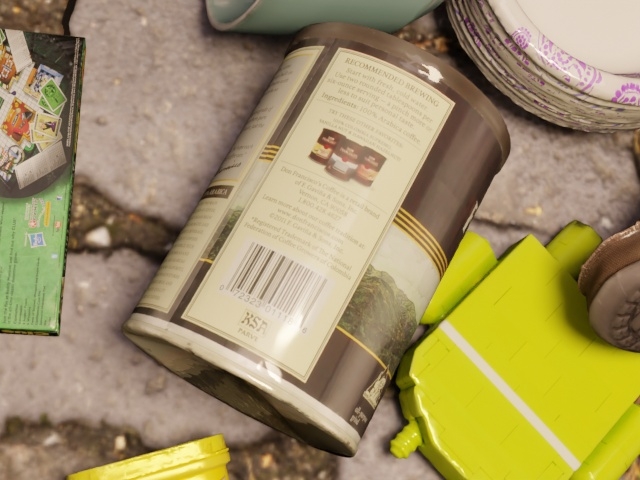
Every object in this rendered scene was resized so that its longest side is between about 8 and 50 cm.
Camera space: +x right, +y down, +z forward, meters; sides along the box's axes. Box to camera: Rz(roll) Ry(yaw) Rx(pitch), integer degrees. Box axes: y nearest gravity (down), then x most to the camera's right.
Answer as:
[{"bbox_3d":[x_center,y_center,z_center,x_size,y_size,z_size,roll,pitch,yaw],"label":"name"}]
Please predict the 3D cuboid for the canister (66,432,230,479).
[{"bbox_3d":[-0.116,0.248,0.793,0.126,0.073,0.170,-13,81,-15],"label":"canister"}]

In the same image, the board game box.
[{"bbox_3d":[-0.275,-0.053,0.859,0.136,0.030,0.259,5,76,-11],"label":"board game box"}]

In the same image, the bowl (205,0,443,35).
[{"bbox_3d":[0.037,-0.295,0.855,0.163,0.311,0.311,18,74,-24],"label":"bowl"}]

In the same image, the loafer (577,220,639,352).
[{"bbox_3d":[0.344,-0.010,0.901,0.366,0.134,0.130,-16,54,-34],"label":"loafer"}]

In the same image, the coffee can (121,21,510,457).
[{"bbox_3d":[0.000,0.000,0.806,0.201,0.201,0.275,30,74,-2],"label":"coffee can"}]

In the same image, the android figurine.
[{"bbox_3d":[0.176,0.113,0.886,0.248,0.056,0.273,45,70,1],"label":"android figurine"}]

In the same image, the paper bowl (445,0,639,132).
[{"bbox_3d":[0.252,-0.235,0.935,0.284,0.148,0.284,3,76,-10],"label":"paper bowl"}]
